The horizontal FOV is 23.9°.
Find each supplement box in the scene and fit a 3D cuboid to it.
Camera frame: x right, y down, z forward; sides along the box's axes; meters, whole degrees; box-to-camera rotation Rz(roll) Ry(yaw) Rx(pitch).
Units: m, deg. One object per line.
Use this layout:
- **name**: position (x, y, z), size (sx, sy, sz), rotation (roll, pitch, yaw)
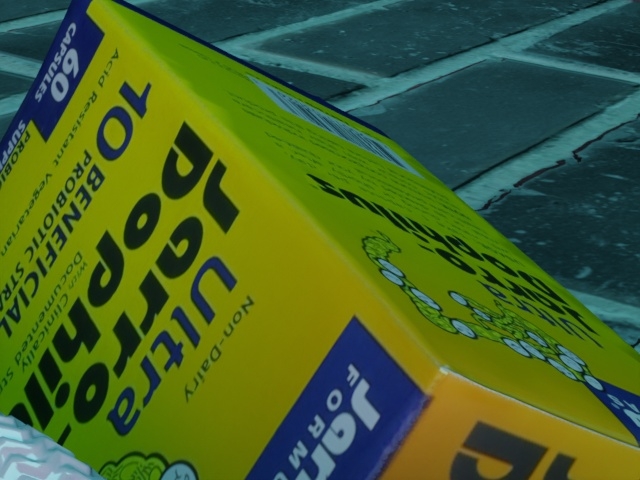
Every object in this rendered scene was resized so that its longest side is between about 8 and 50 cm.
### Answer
- **supplement box**: position (-0.015, 0.067, 0.624), size (0.195, 0.194, 0.356), rotation (23, 14, -35)

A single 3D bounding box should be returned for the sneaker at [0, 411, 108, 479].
- **sneaker**: position (-0.224, 0.132, 0.410), size (0.366, 0.137, 0.210), rotation (1, 35, 35)
